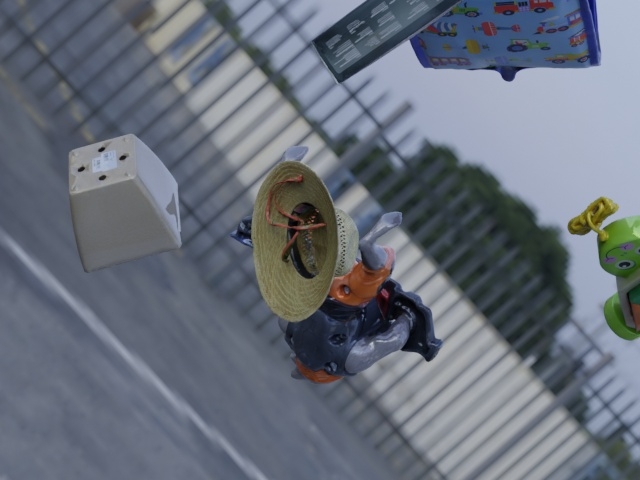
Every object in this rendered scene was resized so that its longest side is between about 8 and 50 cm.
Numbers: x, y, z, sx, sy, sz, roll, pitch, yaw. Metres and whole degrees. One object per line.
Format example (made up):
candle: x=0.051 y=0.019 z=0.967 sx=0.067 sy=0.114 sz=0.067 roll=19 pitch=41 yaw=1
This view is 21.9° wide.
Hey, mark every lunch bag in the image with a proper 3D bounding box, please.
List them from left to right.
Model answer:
lunch bag: x=0.213 y=-0.271 z=1.948 sx=0.293 sy=0.221 sz=0.138 roll=66 pitch=26 yaw=-60

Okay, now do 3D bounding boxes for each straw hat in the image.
straw hat: x=0.000 y=0.000 z=1.456 sx=0.061 sy=0.144 sz=0.144 roll=2 pitch=33 yaw=-35

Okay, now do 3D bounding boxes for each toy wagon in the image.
toy wagon: x=0.409 y=0.036 z=1.708 sx=0.344 sy=0.267 sz=0.068 roll=14 pitch=56 yaw=-25

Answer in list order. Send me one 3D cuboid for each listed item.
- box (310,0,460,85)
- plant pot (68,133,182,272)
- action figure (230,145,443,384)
box: x=0.114 y=-0.238 z=1.511 sx=0.051 sy=0.220 sz=0.175 roll=55 pitch=28 yaw=-4
plant pot: x=-0.215 y=-0.047 z=1.743 sx=0.109 sy=0.109 sz=0.096 roll=-99 pitch=172 yaw=-47
action figure: x=-0.020 y=0.049 z=2.112 sx=0.341 sy=0.178 sz=0.330 roll=25 pitch=-44 yaw=29
